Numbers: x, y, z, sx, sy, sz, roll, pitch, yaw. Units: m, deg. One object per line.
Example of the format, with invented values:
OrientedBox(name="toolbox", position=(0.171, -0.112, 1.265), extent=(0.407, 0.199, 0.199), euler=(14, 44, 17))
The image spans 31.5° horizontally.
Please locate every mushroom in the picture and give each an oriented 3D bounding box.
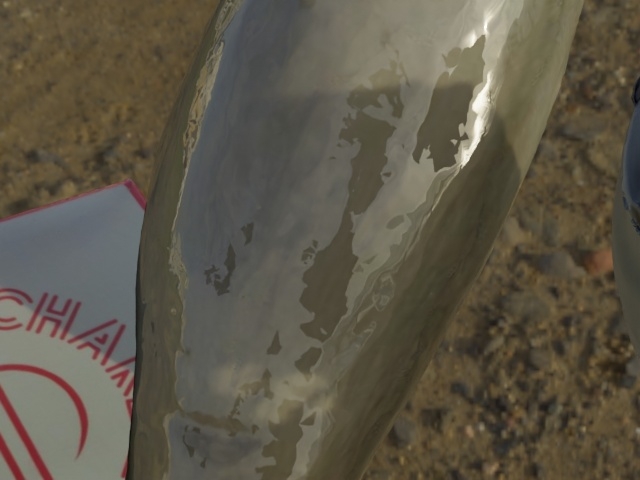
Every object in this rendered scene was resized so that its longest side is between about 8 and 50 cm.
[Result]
OrientedBox(name="mushroom", position=(0.000, 0.000, 0.391), extent=(0.128, 0.128, 0.350), euler=(15, 85, 23))

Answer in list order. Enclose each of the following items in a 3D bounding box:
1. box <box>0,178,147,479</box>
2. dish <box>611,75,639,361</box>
OrientedBox(name="box", position=(-0.188, 0.201, 0.689), extent=(0.312, 0.300, 0.314), euler=(-20, 54, -30))
OrientedBox(name="dish", position=(0.208, -0.043, 0.490), extent=(0.085, 0.260, 0.260), euler=(28, 35, -27))
